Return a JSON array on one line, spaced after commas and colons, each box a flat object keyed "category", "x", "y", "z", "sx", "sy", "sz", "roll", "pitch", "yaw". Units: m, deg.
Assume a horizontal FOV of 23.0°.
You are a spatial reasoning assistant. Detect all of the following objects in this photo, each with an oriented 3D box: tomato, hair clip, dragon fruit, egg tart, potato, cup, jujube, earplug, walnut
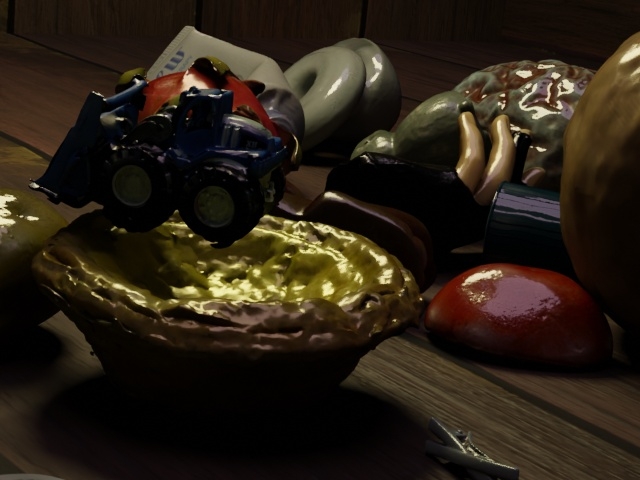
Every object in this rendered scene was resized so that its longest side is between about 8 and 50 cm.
[{"category": "tomato", "x": 0.198, "y": 0.067, "z": 1.566, "sx": 0.174, "sy": 0.082, "sz": 0.166, "roll": 3, "pitch": 14, "yaw": -19}, {"category": "hair clip", "x": 0.125, "y": 0.170, "z": 1.221, "sx": 0.039, "sy": 0.030, "sz": 0.115, "roll": 0, "pitch": 14, "yaw": -24}, {"category": "dragon fruit", "x": -0.150, "y": -0.111, "z": 1.898, "sx": 0.224, "sy": 0.224, "sz": 0.227, "roll": -6, "pitch": -1, "yaw": -40}, {"category": "egg tart", "x": -0.081, "y": 0.066, "z": 1.353, "sx": 0.345, "sy": 0.132, "sz": 0.345, "roll": 6, "pitch": 14, "yaw": -1}, {"category": "potato", "x": -0.305, "y": 0.033, "z": 1.425, "sx": 0.157, "sy": 0.157, "sz": 0.194, "roll": 7, "pitch": 29, "yaw": 9}, {"category": "cup", "x": 0.274, "y": -0.005, "z": 1.828, "sx": 0.138, "sy": 0.113, "sz": 0.150, "roll": 11, "pitch": 16, "yaw": 17}, {"category": "jujube", "x": 0.294, "y": -0.134, "z": 2.131, "sx": 0.226, "sy": 0.226, "sz": 0.317, "roll": -3, "pitch": 13, "yaw": -32}, {"category": "earplug", "x": 0.018, "y": -0.221, "z": 2.528, "sx": 0.214, "sy": 0.175, "sz": 0.325, "roll": -26, "pitch": 3, "yaw": 30}, {"category": "walnut", "x": 0.408, "y": -0.058, "z": 1.582, "sx": 0.381, "sy": 0.381, "sz": 0.381, "roll": 5, "pitch": 14, "yaw": -1}]

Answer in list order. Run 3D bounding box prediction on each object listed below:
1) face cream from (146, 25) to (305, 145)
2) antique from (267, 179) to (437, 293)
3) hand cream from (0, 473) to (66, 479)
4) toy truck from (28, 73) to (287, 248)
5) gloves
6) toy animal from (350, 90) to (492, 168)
[{"category": "face cream", "x": -0.163, "y": -0.184, "z": 2.259, "sx": 0.137, "sy": 0.235, "sz": 0.420, "roll": 39, "pitch": -8, "yaw": -35}, {"category": "antique", "x": 0.000, "y": 0.000, "z": 1.695, "sx": 0.257, "sy": 0.121, "sz": 0.143, "roll": 9, "pitch": 7, "yaw": 12}, {"category": "hand cream", "x": -0.169, "y": 0.197, "z": 0.971, "sx": 0.079, "sy": 0.048, "sz": 0.255, "roll": 6, "pitch": 10, "yaw": -22}, {"category": "toy truck", "x": -0.138, "y": -0.076, "z": 1.371, "sx": 0.208, "sy": 0.126, "sz": 0.113, "roll": 8, "pitch": 16, "yaw": 10}, {"category": "gloves", "x": 0.146, "y": -0.061, "z": 1.905, "sx": 0.301, "sy": 0.152, "sz": 0.197, "roll": -22, "pitch": 1, "yaw": -25}, {"category": "toy animal", "x": 0.104, "y": -0.116, "z": 2.035, "sx": 0.236, "sy": 0.108, "sz": 0.138, "roll": -15, "pitch": -31, "yaw": 5}]
